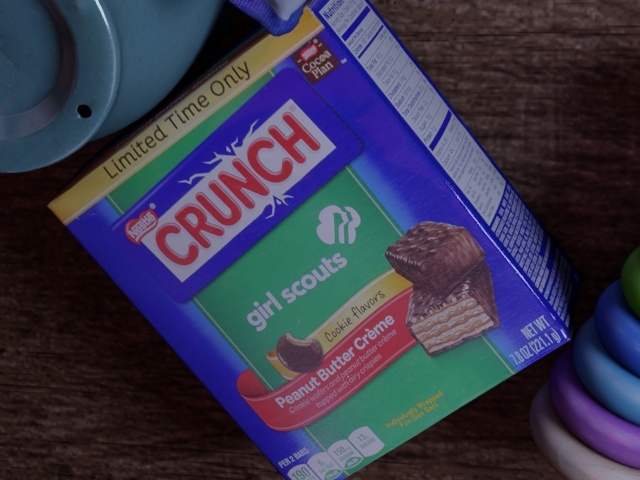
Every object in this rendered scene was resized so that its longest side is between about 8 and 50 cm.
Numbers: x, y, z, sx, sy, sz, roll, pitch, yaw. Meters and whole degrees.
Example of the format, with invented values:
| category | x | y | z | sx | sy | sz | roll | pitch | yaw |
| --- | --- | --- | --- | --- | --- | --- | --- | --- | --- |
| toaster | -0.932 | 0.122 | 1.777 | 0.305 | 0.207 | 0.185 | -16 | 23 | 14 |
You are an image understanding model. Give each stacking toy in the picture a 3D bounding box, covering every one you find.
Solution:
| category | x | y | z | sx | sy | sz | roll | pitch | yaw |
| --- | --- | --- | --- | --- | --- | --- | --- | --- | --- |
| stacking toy | 0.262 | 0.030 | 1.113 | 0.141 | 0.141 | 0.330 | 22 | 123 | 9 |

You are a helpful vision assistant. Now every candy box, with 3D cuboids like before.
| category | x | y | z | sx | sy | sz | roll | pitch | yaw |
| --- | --- | --- | --- | --- | --- | --- | --- | --- | --- |
| candy box | 0.000 | 0.000 | 1.207 | 0.268 | 0.122 | 0.317 | -35 | 100 | 23 |

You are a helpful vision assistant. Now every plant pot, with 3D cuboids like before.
| category | x | y | z | sx | sy | sz | roll | pitch | yaw |
| --- | --- | --- | --- | --- | --- | --- | --- | --- | --- |
| plant pot | -0.202 | -0.180 | 1.120 | 0.271 | 0.255 | 0.272 | 4 | 120 | 7 |

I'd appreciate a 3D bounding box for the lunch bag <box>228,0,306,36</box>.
| category | x | y | z | sx | sy | sz | roll | pitch | yaw |
| --- | --- | --- | --- | --- | --- | --- | --- | --- | --- |
| lunch bag | -0.068 | -0.386 | 0.970 | 0.385 | 0.239 | 0.328 | 35 | 126 | 1 |
